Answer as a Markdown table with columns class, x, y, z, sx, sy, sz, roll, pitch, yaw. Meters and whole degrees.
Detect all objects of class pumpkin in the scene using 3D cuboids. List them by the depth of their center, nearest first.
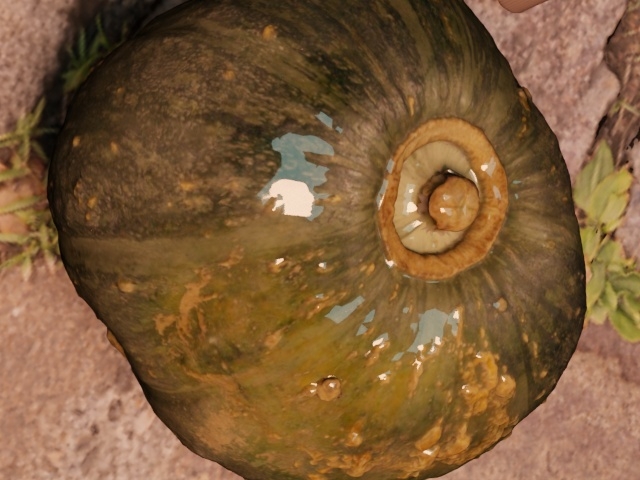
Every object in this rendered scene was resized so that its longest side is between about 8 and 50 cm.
| class | x | y | z | sx | sy | sz | roll | pitch | yaw |
| --- | --- | --- | --- | --- | --- | --- | --- | --- | --- |
| pumpkin | 0.000 | 0.000 | 0.991 | 0.291 | 0.257 | 0.327 | -28 | 106 | -26 |

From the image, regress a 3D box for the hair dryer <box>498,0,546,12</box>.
| class | x | y | z | sx | sy | sz | roll | pitch | yaw |
| --- | --- | --- | --- | --- | --- | --- | --- | --- | --- |
| hair dryer | 0.223 | -0.255 | 1.114 | 0.053 | 0.195 | 0.220 | 51 | 43 | -22 |
